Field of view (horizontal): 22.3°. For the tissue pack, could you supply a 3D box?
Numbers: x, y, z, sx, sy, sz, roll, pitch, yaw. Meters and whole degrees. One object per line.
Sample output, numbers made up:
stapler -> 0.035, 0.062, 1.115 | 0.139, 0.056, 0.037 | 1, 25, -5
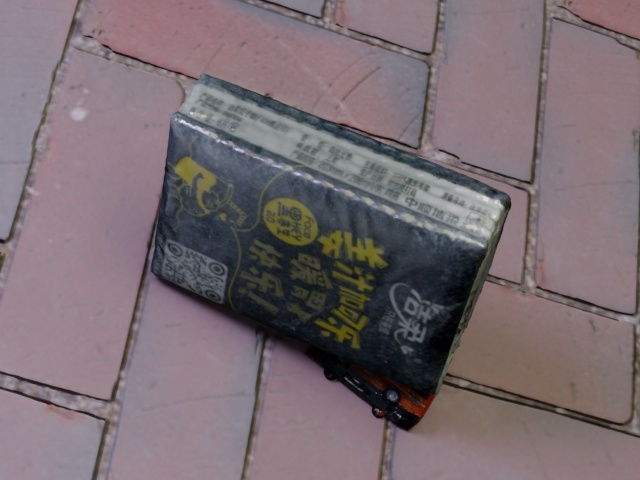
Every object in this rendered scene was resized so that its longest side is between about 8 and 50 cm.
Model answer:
tissue pack -> 0.000, 0.000, 1.258 | 0.257, 0.185, 0.081 | 23, 49, 8

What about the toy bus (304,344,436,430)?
toy bus -> 0.041, 0.109, 1.333 | 0.110, 0.031, 0.043 | 38, 52, 2
